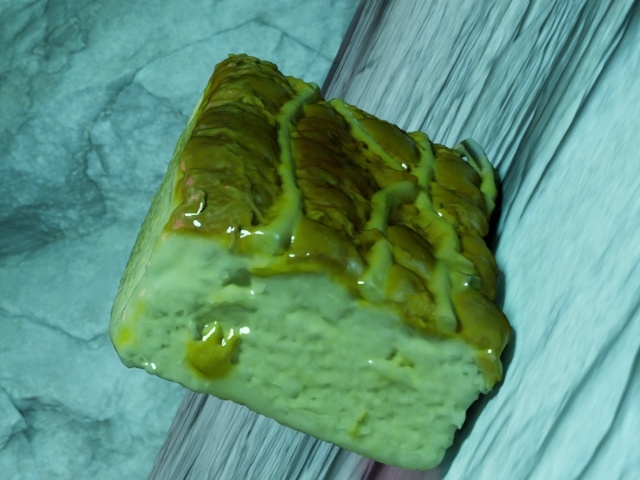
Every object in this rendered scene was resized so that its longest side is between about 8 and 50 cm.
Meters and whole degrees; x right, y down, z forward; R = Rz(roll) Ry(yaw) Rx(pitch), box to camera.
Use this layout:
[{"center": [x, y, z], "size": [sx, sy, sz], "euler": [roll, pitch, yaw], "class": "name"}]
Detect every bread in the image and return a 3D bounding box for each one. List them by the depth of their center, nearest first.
[{"center": [0.000, 0.000, 1.011], "size": [0.274, 0.185, 0.114], "euler": [-79, 12, -69], "class": "bread"}]
